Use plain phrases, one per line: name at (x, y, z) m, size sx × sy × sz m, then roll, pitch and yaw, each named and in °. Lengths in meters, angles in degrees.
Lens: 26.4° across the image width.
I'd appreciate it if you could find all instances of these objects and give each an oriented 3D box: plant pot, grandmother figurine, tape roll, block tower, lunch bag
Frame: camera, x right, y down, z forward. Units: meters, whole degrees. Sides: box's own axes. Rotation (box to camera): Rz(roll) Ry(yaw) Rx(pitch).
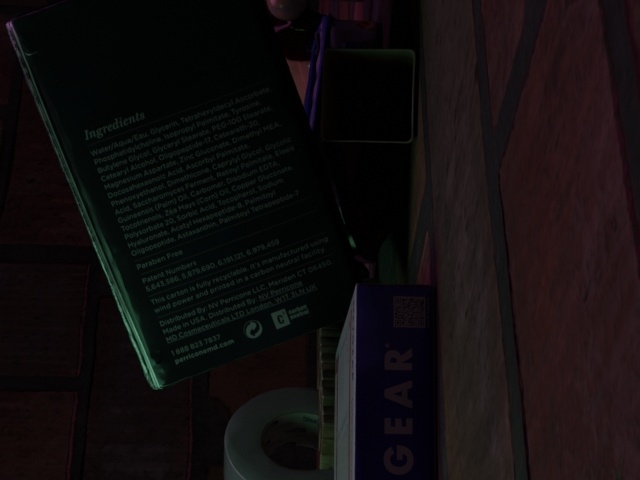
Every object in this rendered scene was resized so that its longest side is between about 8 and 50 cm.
plant pot at (0.062, -0.168, 1.625) m, size 0.096 × 0.109 × 0.109 m, roll -4°, pitch -84°, yaw -80°
grandmother figurine at (-0.021, -0.330, 2.381) m, size 0.104 × 0.208 × 0.342 m, roll -81°, pitch -24°, yaw -48°
tape roll at (-0.028, 0.307, 1.933) m, size 0.219 × 0.219 × 0.072 m, roll -92°, pitch 4°, yaw -52°
block tower at (0.042, 0.180, 1.920) m, size 0.335 × 0.091 × 0.097 m, roll -93°, pitch 6°, yaw -53°
lunch bag at (0.023, -0.206, 2.166) m, size 0.243 × 0.115 × 0.303 m, roll 108°, pitch 169°, yaw -83°

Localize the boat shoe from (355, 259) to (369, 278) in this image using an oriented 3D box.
boat shoe at (0.051, 0.046, 2.057) m, size 0.133 × 0.042 × 0.049 m, roll 68°, pitch -176°, yaw -59°

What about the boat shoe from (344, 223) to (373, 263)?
boat shoe at (0.055, -0.006, 2.081) m, size 0.184 × 0.066 × 0.063 m, roll 101°, pitch -179°, yaw -79°

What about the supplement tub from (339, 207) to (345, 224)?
supplement tub at (0.000, 0.000, 2.349) m, size 0.144 × 0.144 × 0.199 m, roll -93°, pitch 5°, yaw -62°

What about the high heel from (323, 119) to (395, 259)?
high heel at (0.048, -0.064, 1.897) m, size 0.261 × 0.093 × 0.186 m, roll 168°, pitch 106°, yaw -81°

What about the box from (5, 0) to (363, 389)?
box at (-0.161, -0.128, 1.795) m, size 0.480 × 0.297 × 0.471 m, roll -106°, pitch -5°, yaw -77°

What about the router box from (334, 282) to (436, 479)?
router box at (0.064, 0.246, 1.455) m, size 0.301 × 0.082 × 0.335 m, roll 101°, pitch 171°, yaw -73°
